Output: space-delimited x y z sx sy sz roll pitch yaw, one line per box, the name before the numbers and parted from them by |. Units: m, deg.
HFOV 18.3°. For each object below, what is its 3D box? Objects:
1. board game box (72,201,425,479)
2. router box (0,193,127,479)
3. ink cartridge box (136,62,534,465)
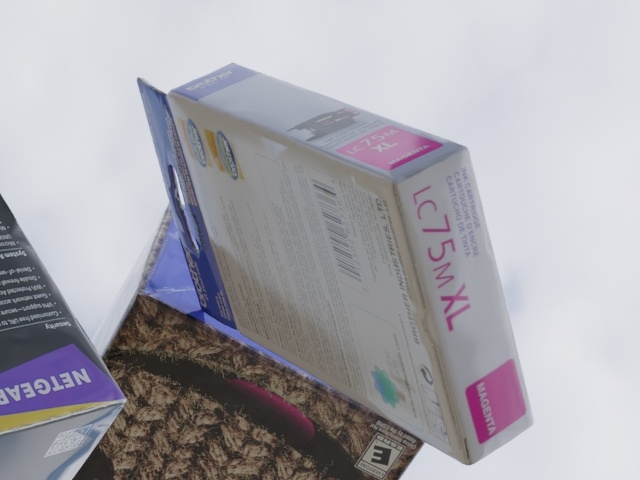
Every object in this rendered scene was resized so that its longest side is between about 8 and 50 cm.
board game box | -0.082 0.159 1.489 0.232 0.141 0.291 27 -60 -7
router box | -0.228 0.065 0.812 0.243 0.081 0.309 56 -48 21
ink cartridge box | 0.000 0.000 1.215 0.311 0.065 0.185 22 -45 53
